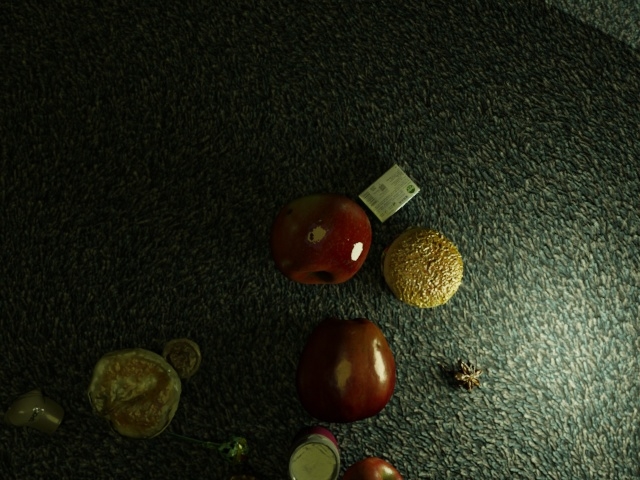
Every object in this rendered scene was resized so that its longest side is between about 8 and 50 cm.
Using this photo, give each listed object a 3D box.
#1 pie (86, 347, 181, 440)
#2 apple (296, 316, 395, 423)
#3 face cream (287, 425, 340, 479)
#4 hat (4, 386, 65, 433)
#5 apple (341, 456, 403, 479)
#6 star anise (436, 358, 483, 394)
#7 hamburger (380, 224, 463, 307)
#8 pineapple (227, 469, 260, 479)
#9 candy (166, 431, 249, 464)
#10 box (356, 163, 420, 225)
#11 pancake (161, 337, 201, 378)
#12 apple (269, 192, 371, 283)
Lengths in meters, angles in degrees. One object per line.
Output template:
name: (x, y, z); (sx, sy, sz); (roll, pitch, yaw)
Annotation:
pie: (-0.659, 0.539, 1.636); (0.339, 0.077, 0.339); (0, 86, 4)
apple: (0.091, 0.456, 1.647); (0.329, 0.295, 0.365); (8, 82, -38)
face cream: (-0.022, 0.738, 1.567); (0.175, 0.195, 0.175); (0, 82, 1)
hat: (-0.998, 0.611, 1.626); (0.175, 0.085, 0.147); (24, 82, 4)
apple: (0.169, 0.856, 1.552); (0.230, 0.230, 0.230); (0, 82, -1)
star anise: (0.501, 0.475, 1.668); (0.190, 0.070, 0.097); (32, 85, -16)
hamburger: (0.363, 0.100, 1.670); (0.302, 0.170, 0.302); (0, 84, -1)
pineapple: (-0.189, 0.919, 1.495); (0.169, 0.169, 0.340); (-49, 51, -6)
candy: (-0.401, 0.711, 1.636); (0.305, 0.083, 0.091); (11, 84, 9)
box: (0.255, -0.173, 1.754); (0.194, 0.073, 0.139); (-41, 85, -6)
pancake: (-0.509, 0.430, 1.686); (0.151, 0.025, 0.151); (0, 88, 1)
apple: (0.000, 0.000, 1.598); (0.348, 0.348, 0.277); (5, 68, 0)
